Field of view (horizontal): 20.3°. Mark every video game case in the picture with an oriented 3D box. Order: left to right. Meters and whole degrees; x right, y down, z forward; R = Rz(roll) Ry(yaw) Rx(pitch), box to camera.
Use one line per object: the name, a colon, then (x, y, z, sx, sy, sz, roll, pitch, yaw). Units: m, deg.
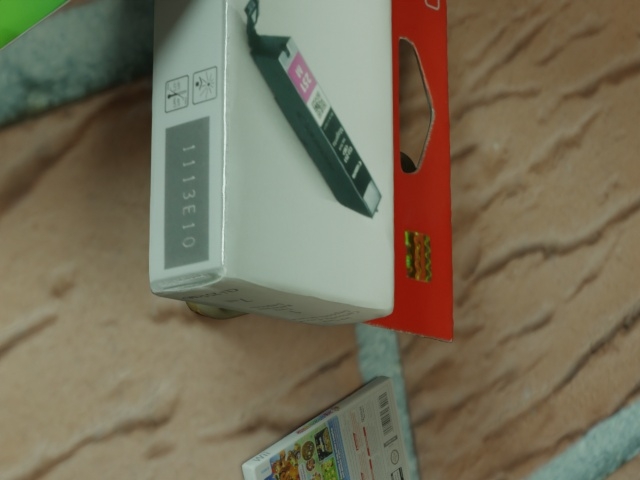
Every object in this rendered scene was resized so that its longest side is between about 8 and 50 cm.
video game case: (0.007, 0.143, 1.048, 0.122, 0.011, 0.087, -29, 116, -41)

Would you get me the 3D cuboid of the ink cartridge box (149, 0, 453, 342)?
ink cartridge box: (0.015, -0.092, 0.943, 0.239, 0.060, 0.275, 13, 72, -46)

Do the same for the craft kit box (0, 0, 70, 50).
craft kit box: (-0.164, -0.208, 0.738, 0.247, 0.061, 0.250, -38, 124, -14)

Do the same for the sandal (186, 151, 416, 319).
sandal: (0.000, 0.000, 0.992, 0.180, 0.049, 0.072, -24, 112, -42)
